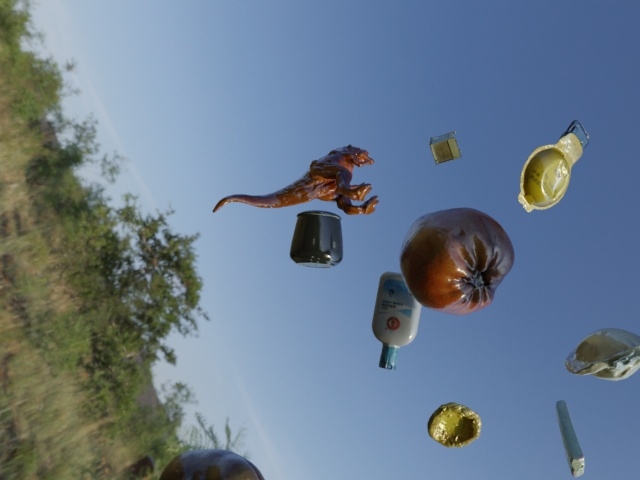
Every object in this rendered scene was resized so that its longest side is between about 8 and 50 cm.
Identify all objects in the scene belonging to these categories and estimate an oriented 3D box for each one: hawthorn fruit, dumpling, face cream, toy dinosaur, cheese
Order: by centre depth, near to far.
[{"bbox_3d":[0.011,-0.113,1.144,0.208,0.432,0.097,32,-50,30],"label":"toy dinosaur"},{"bbox_3d":[-0.249,0.610,1.274,0.267,0.268,0.301,63,-2,17],"label":"hawthorn fruit"},{"bbox_3d":[0.678,0.272,1.298,0.229,0.151,0.124,-27,-102,43],"label":"dumpling"},{"bbox_3d":[0.318,0.036,1.397,0.298,0.277,0.276,-134,-148,-60],"label":"hawthorn fruit"},{"bbox_3d":[0.617,-0.192,1.455,0.177,0.270,0.069,42,-4,-27],"label":"cheese"},{"bbox_3d":[0.262,0.283,1.934,0.080,0.163,0.336,31,70,-70],"label":"face cream"}]

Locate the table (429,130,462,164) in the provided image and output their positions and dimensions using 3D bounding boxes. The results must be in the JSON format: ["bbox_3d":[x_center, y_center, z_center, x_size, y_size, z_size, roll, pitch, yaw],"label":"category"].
[{"bbox_3d":[0.398,-0.295,1.752,0.083,0.062,0.079,-13,-62,24],"label":"table"}]

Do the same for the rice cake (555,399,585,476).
[{"bbox_3d":[0.684,0.543,1.516,0.221,0.042,0.080,-67,147,-63],"label":"rice cake"}]

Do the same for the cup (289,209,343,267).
[{"bbox_3d":[0.000,0.000,1.768,0.170,0.223,0.176,-3,-101,25],"label":"cup"}]

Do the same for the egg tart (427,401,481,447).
[{"bbox_3d":[0.249,0.341,1.036,0.039,0.105,0.105,-71,154,-64],"label":"egg tart"}]
